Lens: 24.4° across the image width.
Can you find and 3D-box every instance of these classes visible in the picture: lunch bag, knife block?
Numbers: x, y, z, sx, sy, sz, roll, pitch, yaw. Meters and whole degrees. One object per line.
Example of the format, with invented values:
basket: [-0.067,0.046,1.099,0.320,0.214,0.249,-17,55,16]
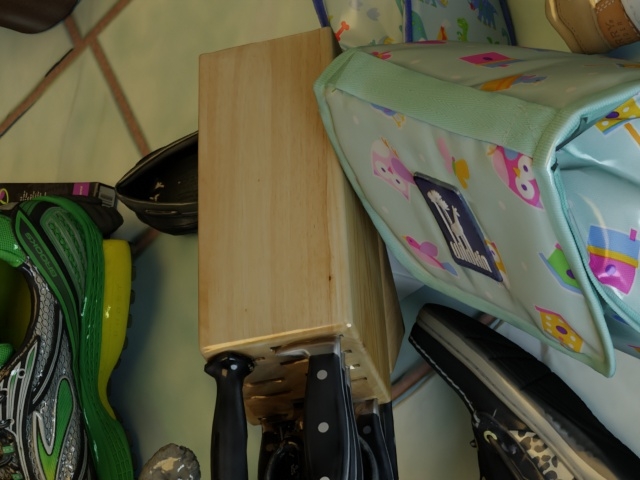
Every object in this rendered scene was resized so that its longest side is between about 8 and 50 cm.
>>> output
lunch bag: [0.144,-0.022,0.779,0.223,0.262,0.160,29,97,58]
lunch bag: [0.066,-0.135,0.986,0.096,0.129,0.151,-32,63,32]
knife block: [-0.018,0.032,0.827,0.088,0.242,0.275,-11,101,11]

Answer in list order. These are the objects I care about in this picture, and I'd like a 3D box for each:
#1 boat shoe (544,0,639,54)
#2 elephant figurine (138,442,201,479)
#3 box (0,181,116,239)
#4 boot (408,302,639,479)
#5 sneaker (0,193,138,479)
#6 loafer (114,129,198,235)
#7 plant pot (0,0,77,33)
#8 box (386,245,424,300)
boat shoe: [0.151,-0.261,0.963,0.103,0.113,0.302,-29,63,22]
elephant figurine: [-0.135,0.263,1.027,0.186,0.169,0.239,-5,82,21]
box: [-0.245,0.008,1.251,0.162,0.029,0.116,2,81,36]
boot: [0.101,0.170,0.904,0.236,0.085,0.178,45,107,26]
sneaker: [-0.232,0.137,1.121,0.134,0.146,0.343,-2,90,36]
loafer: [-0.055,-0.058,1.091,0.223,0.078,0.076,-20,68,32]
plant pot: [-0.297,-0.260,1.270,0.167,0.165,0.167,-10,72,34]
box: [0.000,0.000,1.020,0.087,0.102,0.101,-34,60,28]
